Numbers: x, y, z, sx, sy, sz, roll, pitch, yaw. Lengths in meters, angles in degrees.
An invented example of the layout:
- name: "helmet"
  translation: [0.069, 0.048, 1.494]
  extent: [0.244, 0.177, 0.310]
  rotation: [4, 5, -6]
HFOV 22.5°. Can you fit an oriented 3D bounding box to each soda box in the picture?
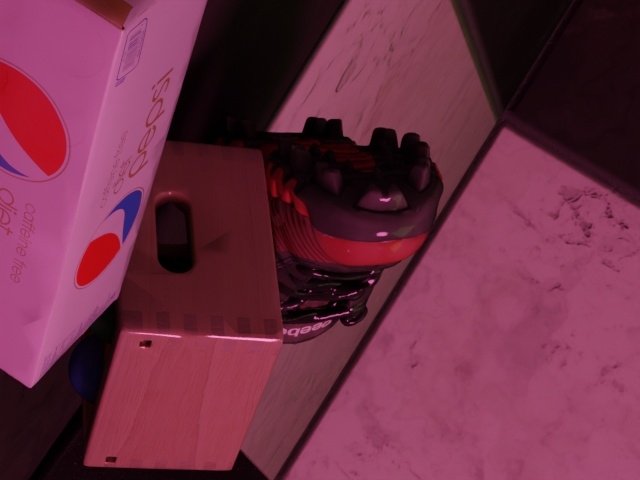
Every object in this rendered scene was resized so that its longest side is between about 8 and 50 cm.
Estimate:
- name: "soda box"
  translation: [-0.109, -0.040, 0.644]
  extent: [0.069, 0.074, 0.216]
  rotation: [-49, 168, -43]

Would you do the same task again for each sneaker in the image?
- name: "sneaker"
  translation: [0.000, 0.000, 0.927]
  extent: [0.276, 0.097, 0.135]
  rotation: [-158, -111, -72]

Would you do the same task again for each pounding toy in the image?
- name: "pounding toy"
  translation: [-0.096, 0.038, 0.898]
  extent: [0.206, 0.094, 0.181]
  rotation: [112, -23, -48]

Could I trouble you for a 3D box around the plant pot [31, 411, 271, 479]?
- name: "plant pot"
  translation: [-0.127, 0.221, 1.149]
  extent: [0.167, 0.187, 0.188]
  rotation: [-41, 166, -18]
